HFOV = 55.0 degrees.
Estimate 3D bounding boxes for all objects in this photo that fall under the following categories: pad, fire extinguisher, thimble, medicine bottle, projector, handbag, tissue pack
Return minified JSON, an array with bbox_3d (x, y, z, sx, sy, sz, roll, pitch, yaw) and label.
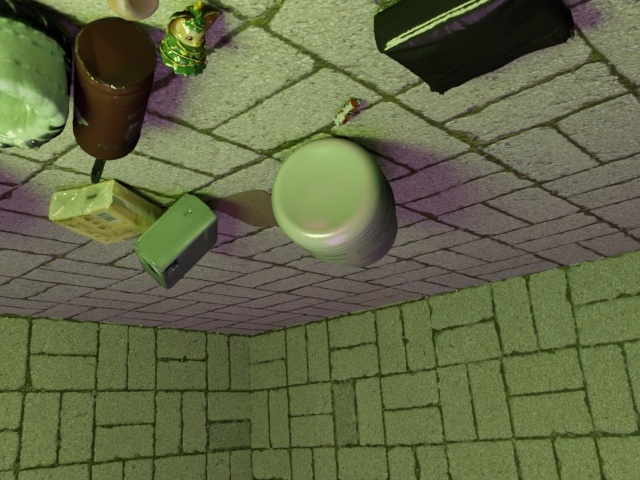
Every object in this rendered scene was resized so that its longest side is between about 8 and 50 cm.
[{"bbox_3d":[-0.170,-0.083,1.675,0.176,0.002,0.266,-11,161,25],"label":"pad"},{"bbox_3d":[-0.348,-0.209,1.007,0.114,0.135,0.337,19,158,-16],"label":"fire extinguisher"},{"bbox_3d":[-0.478,-0.235,0.870,0.237,0.150,0.237,-2,163,-1],"label":"thimble"},{"bbox_3d":[0.048,-0.067,1.363,0.241,0.241,0.302,-8,162,16],"label":"medicine bottle"},{"bbox_3d":[-0.371,0.007,1.586,0.108,0.198,0.250,41,162,3],"label":"projector"},{"bbox_3d":[0.227,-0.302,0.907,0.247,0.080,0.223,-16,160,36],"label":"handbag"},{"bbox_3d":[-0.523,-0.066,1.516,0.186,0.090,0.222,-11,163,16],"label":"tissue pack"}]

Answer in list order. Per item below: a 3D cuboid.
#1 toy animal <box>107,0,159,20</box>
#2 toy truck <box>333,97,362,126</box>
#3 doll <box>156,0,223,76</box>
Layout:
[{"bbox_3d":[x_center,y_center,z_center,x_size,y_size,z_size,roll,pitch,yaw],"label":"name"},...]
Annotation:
[{"bbox_3d":[-0.186,-0.329,0.450,0.277,0.247,0.345,-11,161,18],"label":"toy animal"},{"bbox_3d":[0.050,-0.241,1.166,0.032,0.024,0.083,-28,173,-31],"label":"toy truck"},{"bbox_3d":[-0.194,-0.305,0.884,0.078,0.076,0.113,-22,145,-36],"label":"doll"}]
